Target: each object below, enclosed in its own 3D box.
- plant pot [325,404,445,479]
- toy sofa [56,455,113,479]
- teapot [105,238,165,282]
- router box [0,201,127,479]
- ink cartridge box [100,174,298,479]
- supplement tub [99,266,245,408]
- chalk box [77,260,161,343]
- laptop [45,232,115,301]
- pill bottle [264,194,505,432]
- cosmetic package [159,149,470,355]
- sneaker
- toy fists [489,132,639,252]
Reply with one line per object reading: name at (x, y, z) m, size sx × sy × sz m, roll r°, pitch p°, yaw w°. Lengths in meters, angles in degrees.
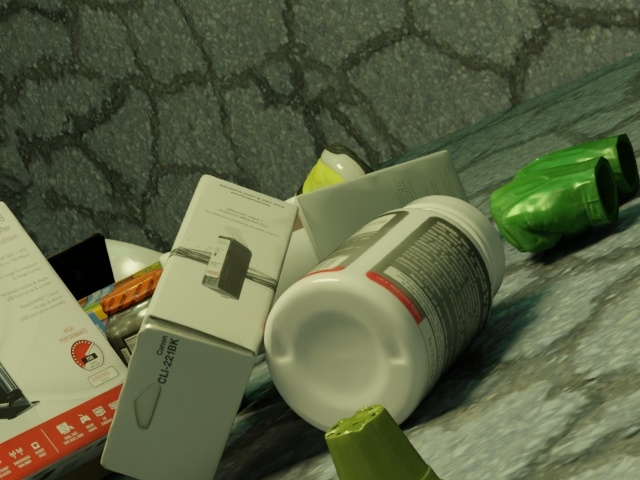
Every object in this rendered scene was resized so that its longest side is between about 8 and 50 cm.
plant pot at (0.042, 0.170, 1.175) m, size 0.083 × 0.079 × 0.083 m, roll -28°, pitch 7°, yaw 3°
toy sofa at (-0.381, 0.265, 1.815) m, size 0.362 × 0.150 × 0.177 m, roll -30°, pitch 8°, yaw -19°
teapot at (-0.287, 0.118, 2.429) m, size 0.252 × 0.187 × 0.256 m, roll 16°, pitch -12°, yaw 7°
router box at (-0.386, 0.135, 1.619) m, size 0.335 × 0.301 × 0.082 m, roll -25°, pitch -17°, yaw -51°
ink cartridge box at (-0.118, 0.093, 1.556) m, size 0.273 × 0.114 × 0.197 m, roll -74°, pitch 3°, yaw -58°
supplement tub at (-0.178, 0.133, 1.834) m, size 0.117 × 0.190 × 0.117 m, roll -27°, pitch 6°, yaw 3°
chalk box at (-0.232, 0.141, 2.038) m, size 0.289 × 0.179 × 0.180 m, roll -27°, pitch 7°, yaw 4°
laptop at (-0.518, 0.130, 2.225) m, size 0.407 × 0.382 × 0.236 m, roll 18°, pitch 55°, yaw 16°
pill bottle at (0.074, 0.063, 1.508) m, size 0.161 × 0.161 × 0.283 m, roll -23°, pitch 8°, yaw 31°
cosmetic package at (0.015, 0.018, 1.871) m, size 0.217 × 0.156 × 0.385 m, roll -23°, pitch -1°, yaw 35°
sneaker at (0.000, 0.000, 2.215) m, size 0.147 × 0.145 × 0.385 m, roll -41°, pitch -13°, yaw -26°
toy fists at (0.289, -0.052, 1.840) m, size 0.142 × 0.096 × 0.279 m, roll -13°, pitch 10°, yaw 24°
